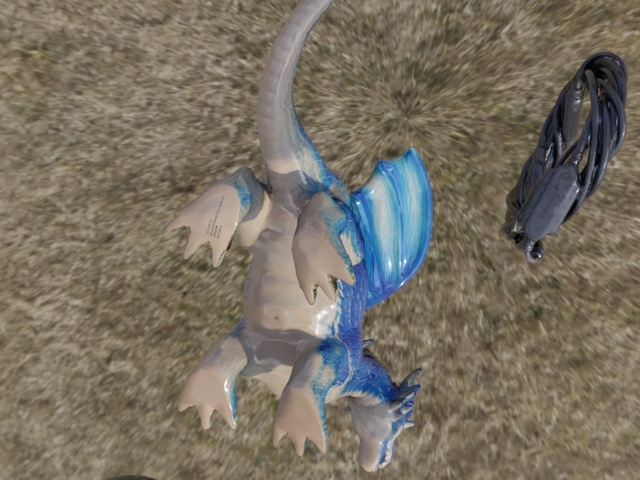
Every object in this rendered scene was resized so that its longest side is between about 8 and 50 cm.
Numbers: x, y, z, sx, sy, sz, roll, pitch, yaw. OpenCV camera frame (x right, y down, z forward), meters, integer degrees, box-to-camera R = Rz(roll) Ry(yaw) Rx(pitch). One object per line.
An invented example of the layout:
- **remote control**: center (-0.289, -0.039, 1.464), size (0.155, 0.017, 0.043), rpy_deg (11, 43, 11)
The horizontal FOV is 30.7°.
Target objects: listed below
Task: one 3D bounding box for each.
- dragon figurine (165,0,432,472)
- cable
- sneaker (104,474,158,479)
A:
- **dragon figurine**: center (0.000, 0.000, 0.546), size (0.085, 0.144, 0.289), rpy_deg (10, 117, 19)
- **cable**: center (0.211, -0.074, 0.993), size (0.047, 0.150, 0.184), rpy_deg (23, 109, -2)
- **sneaker**: center (0.005, 0.143, 0.410), size (0.229, 0.086, 0.132), rpy_deg (44, 130, 19)
